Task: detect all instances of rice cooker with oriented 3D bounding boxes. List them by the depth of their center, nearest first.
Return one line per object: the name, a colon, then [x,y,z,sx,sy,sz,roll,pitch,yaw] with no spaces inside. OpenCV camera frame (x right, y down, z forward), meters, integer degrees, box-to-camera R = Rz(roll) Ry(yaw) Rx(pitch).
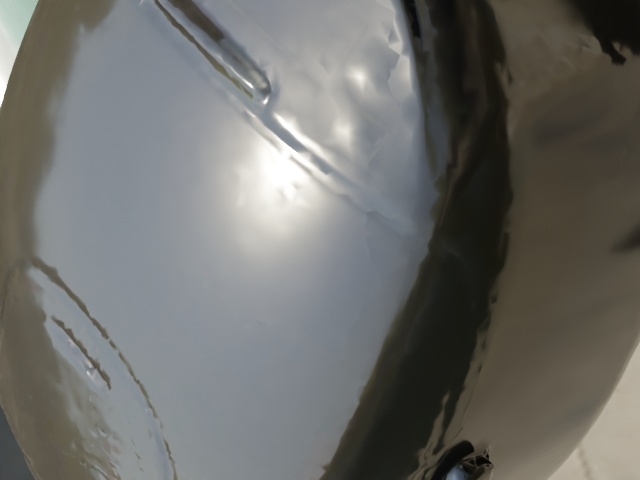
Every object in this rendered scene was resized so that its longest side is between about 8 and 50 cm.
rice cooker: [-0.001,0.001,0.413,0.142,0.118,0.203,48,136,30]

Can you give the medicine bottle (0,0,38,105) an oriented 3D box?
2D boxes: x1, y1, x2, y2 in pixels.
medicine bottle: [-0.120,-0.111,0.714,0.110,0.110,0.352,-40,76,28]
